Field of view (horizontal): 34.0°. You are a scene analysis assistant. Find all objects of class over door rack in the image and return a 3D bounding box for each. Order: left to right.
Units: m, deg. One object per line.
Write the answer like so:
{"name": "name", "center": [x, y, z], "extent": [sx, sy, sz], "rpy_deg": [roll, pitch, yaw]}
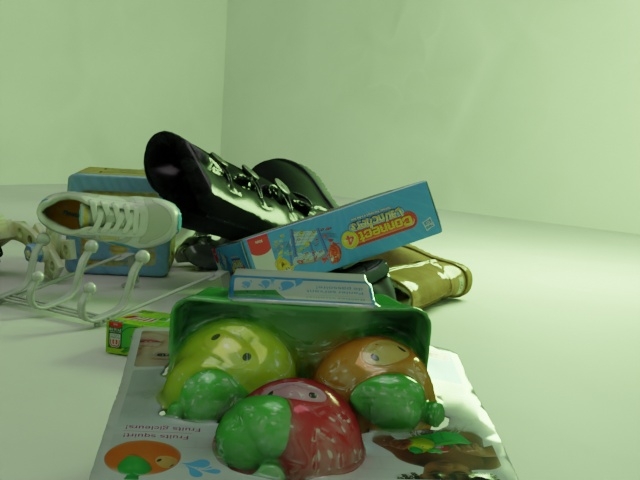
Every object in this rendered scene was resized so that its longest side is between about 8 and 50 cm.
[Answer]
{"name": "over door rack", "center": [-0.327, 0.049, 1.640], "extent": [0.239, 0.108, 0.324], "rpy_deg": [9, 9, 34]}

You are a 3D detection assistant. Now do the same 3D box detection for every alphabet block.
{"name": "alphabet block", "center": [-0.377, -0.039, 2.011], "extent": [0.193, 0.192, 0.197], "rpy_deg": [5, 8, -5]}

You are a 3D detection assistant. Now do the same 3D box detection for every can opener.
{"name": "can opener", "center": [-0.172, 0.025, 2.139], "extent": [0.280, 0.074, 0.093], "rpy_deg": [-4, 48, -42]}

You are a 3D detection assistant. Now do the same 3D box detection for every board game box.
{"name": "board game box", "center": [-0.172, 0.126, 1.343], "extent": [0.181, 0.043, 0.092], "rpy_deg": [6, 8, 20]}
{"name": "board game box", "center": [0.000, 0.000, 1.705], "extent": [0.308, 0.086, 0.302], "rpy_deg": [-18, 2, -14]}

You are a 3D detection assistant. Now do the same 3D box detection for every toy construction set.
{"name": "toy construction set", "center": [-0.588, -0.006, 1.784], "extent": [0.327, 0.151, 0.215], "rpy_deg": [8, -23, -40]}

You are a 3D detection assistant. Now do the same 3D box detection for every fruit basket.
{"name": "fruit basket", "center": [-0.013, 0.135, 0.880], "extent": [0.327, 0.165, 0.353], "rpy_deg": [3, 10, -3]}

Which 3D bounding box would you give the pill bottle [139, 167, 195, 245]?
{"name": "pill bottle", "center": [-0.338, -0.090, 2.443], "extent": [0.188, 0.188, 0.334], "rpy_deg": [4, 7, 4]}

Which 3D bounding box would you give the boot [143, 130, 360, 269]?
{"name": "boot", "center": [-0.161, -0.098, 1.988], "extent": [0.445, 0.146, 0.367], "rpy_deg": [16, 17, -46]}

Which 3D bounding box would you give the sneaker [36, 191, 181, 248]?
{"name": "sneaker", "center": [-0.335, -0.032, 1.662], "extent": [0.228, 0.087, 0.092], "rpy_deg": [3, 1, 8]}

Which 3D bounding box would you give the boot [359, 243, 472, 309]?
{"name": "boot", "center": [0.117, 0.064, 1.825], "extent": [0.236, 0.089, 0.269], "rpy_deg": [7, 9, 31]}

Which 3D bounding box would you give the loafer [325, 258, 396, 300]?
{"name": "loafer", "center": [0.026, 0.090, 1.654], "extent": [0.096, 0.084, 0.267], "rpy_deg": [-30, 9, -29]}
